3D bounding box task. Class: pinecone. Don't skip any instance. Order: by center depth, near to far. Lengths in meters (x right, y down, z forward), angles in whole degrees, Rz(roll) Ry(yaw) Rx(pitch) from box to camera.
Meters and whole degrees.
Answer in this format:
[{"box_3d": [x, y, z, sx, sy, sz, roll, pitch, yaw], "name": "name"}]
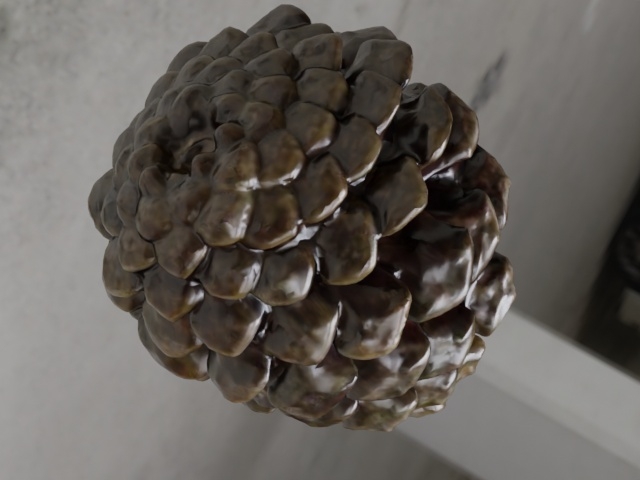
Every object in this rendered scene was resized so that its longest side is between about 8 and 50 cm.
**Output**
[{"box_3d": [0.001, 0.001, 0.754, 0.179, 0.184, 0.204, -47, 125, 1], "name": "pinecone"}]
